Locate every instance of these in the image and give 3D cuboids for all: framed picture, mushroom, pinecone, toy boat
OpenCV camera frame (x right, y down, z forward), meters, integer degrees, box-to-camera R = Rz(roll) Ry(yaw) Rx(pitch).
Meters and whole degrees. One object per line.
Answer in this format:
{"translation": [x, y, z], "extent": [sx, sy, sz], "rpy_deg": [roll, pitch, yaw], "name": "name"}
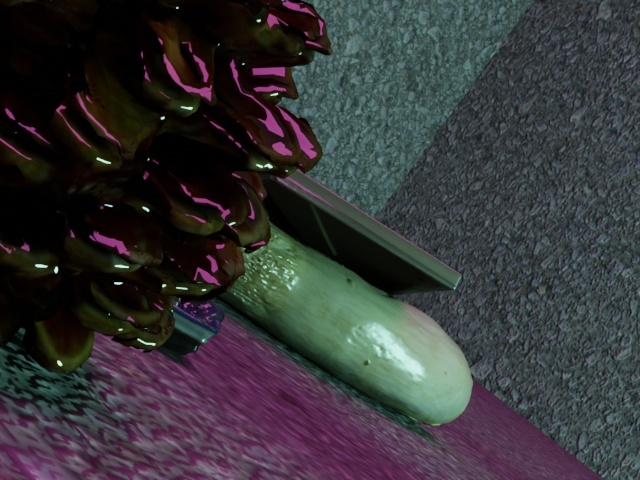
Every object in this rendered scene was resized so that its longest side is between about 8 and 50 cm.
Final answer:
{"translation": [0.000, 0.000, 1.223], "extent": [0.189, 0.023, 0.260], "rpy_deg": [32, -13, -11], "name": "framed picture"}
{"translation": [0.022, 0.074, 1.221], "extent": [0.351, 0.095, 0.122], "rpy_deg": [37, -17, -34], "name": "mushroom"}
{"translation": [-0.093, -0.062, 0.522], "extent": [0.221, 0.221, 0.221], "rpy_deg": [36, 1, -1], "name": "pinecone"}
{"translation": [-0.108, 0.005, 0.755], "extent": [0.140, 0.066, 0.059], "rpy_deg": [35, 5, -10], "name": "toy boat"}
